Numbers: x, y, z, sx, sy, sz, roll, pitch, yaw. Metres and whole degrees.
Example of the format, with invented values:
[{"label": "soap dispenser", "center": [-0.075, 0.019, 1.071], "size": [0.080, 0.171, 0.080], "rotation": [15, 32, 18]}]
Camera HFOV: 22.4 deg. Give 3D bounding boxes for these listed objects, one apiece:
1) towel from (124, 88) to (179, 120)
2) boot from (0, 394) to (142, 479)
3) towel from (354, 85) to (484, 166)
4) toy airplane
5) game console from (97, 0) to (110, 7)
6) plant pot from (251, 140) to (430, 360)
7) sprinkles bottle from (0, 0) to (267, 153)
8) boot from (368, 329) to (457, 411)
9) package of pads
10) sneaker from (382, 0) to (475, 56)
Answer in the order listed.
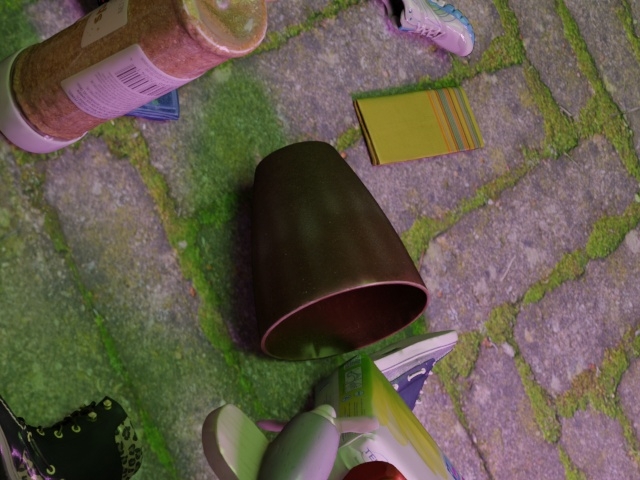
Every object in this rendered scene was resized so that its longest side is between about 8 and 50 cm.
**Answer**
[{"label": "towel", "center": [-0.223, -0.182, 1.957], "size": [0.119, 0.029, 0.067], "rotation": [5, 72, -44]}, {"label": "boot", "center": [-0.294, 0.204, 1.706], "size": [0.178, 0.085, 0.236], "rotation": [-42, 115, -46]}, {"label": "towel", "center": [0.142, -0.166, 2.324], "size": [0.237, 0.021, 0.102], "rotation": [-12, 79, -45]}, {"label": "toy airplane", "center": [0.057, 0.350, 1.614], "size": [0.386, 0.272, 0.384], "rotation": [32, 28, -55]}, {"label": "game console", "center": [-0.214, -0.405, 1.923], "size": [0.213, 0.044, 0.361], "rotation": [-53, 141, -46]}, {"label": "plant pot", "center": [0.000, 0.000, 2.006], "size": [0.215, 0.215, 0.230], "rotation": [6, 58, -44]}, {"label": "sprinkles bottle", "center": [-0.213, -0.198, 1.734], "size": [0.121, 0.355, 0.121], "rotation": [18, 63, -40]}, {"label": "boot", "center": [0.116, 0.180, 2.146], "size": [0.190, 0.069, 0.086], "rotation": [-18, 96, -39]}, {"label": "package of pads", "center": [0.103, 0.311, 1.985], "size": [0.296, 0.101, 0.229], "rotation": [52, 13, -17]}, {"label": "sneaker", "center": [0.143, -0.322, 2.353], "size": [0.190, 0.071, 0.083], "rotation": [40, 57, -17]}]
